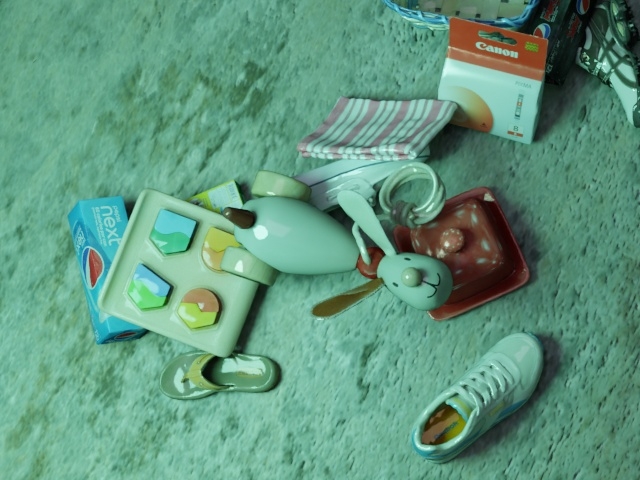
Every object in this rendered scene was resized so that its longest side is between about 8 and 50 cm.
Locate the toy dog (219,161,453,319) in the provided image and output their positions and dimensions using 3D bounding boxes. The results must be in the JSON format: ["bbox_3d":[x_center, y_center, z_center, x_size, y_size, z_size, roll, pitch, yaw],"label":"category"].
[{"bbox_3d":[0.000,0.000,1.625,0.333,0.161,0.220,-5,80,23],"label":"toy dog"}]

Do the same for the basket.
[{"bbox_3d":[0.195,-0.395,1.685,0.254,0.289,0.201,11,86,12],"label":"basket"}]

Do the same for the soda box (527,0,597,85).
[{"bbox_3d":[0.338,-0.308,1.717,0.053,0.060,0.169,21,87,47],"label":"soda box"}]

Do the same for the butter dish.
[{"bbox_3d":[0.190,0.010,1.693,0.159,0.118,0.160,-25,74,7],"label":"butter dish"}]

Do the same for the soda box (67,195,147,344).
[{"bbox_3d":[-0.315,0.044,1.817,0.071,0.067,0.210,-7,72,-31],"label":"soda box"}]

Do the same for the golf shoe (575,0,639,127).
[{"bbox_3d":[0.413,-0.243,1.724,0.093,0.077,0.198,-16,68,21],"label":"golf shoe"}]

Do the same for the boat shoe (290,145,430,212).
[{"bbox_3d":[0.043,-0.074,1.768,0.258,0.095,0.084,-19,86,15],"label":"boat shoe"}]

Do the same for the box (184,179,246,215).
[{"bbox_3d":[-0.189,-0.008,1.826,0.179,0.043,0.105,-21,75,6],"label":"box"}]

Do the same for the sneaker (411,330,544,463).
[{"bbox_3d":[0.218,0.215,1.658,0.229,0.092,0.087,-46,71,-1],"label":"sneaker"}]

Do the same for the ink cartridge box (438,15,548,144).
[{"bbox_3d":[0.239,-0.220,1.700,0.145,0.179,0.045,17,59,16],"label":"ink cartridge box"}]

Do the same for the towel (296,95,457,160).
[{"bbox_3d":[0.080,-0.161,1.732,0.197,0.029,0.144,4,37,32],"label":"towel"}]

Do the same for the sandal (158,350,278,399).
[{"bbox_3d":[-0.152,0.193,1.771,0.180,0.049,0.072,-3,78,13],"label":"sandal"}]

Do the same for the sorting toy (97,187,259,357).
[{"bbox_3d":[-0.193,0.046,1.753,0.208,0.038,0.193,21,84,-3],"label":"sorting toy"}]
